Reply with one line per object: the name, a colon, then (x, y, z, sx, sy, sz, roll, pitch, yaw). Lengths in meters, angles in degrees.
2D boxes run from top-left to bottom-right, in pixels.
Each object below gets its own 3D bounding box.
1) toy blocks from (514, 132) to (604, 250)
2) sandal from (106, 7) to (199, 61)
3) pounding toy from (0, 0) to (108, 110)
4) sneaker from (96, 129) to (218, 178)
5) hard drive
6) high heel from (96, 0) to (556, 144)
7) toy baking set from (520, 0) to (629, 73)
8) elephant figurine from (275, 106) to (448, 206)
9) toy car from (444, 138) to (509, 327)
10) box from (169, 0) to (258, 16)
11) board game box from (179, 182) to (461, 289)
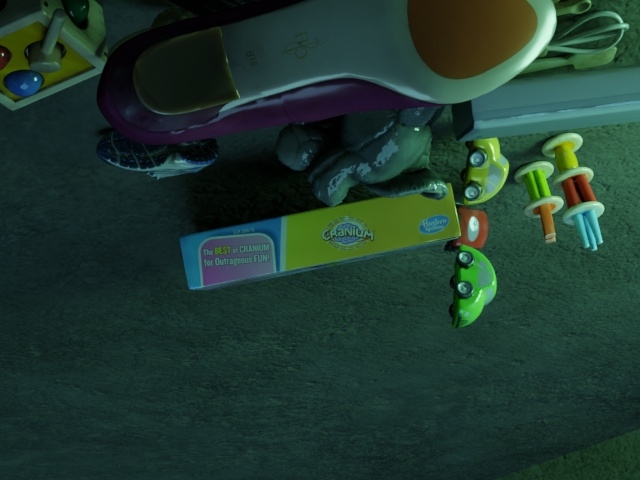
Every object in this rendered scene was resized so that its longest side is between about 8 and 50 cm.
toy blocks: (0.303, -0.041, 1.574, 0.054, 0.148, 0.123, 1, 152, -24)
sandal: (-0.083, -0.209, 1.150, 0.240, 0.088, 0.079, -13, 133, -30)
pounding toy: (-0.254, -0.182, 1.103, 0.141, 0.100, 0.130, -20, 154, 17)
sneaker: (-0.183, -0.089, 1.386, 0.135, 0.052, 0.058, 2, 156, -25)
hard drive: (0.321, -0.149, 1.295, 0.353, 0.047, 0.233, -6, -179, 2)
high heel: (0.002, -0.159, 1.052, 0.377, 0.127, 0.181, -8, -176, -18)
toy baking set: (0.218, -0.210, 1.324, 0.196, 0.030, 0.256, -22, 153, 21)
elephant figurine: (0.074, -0.113, 1.356, 0.169, 0.186, 0.239, -55, 149, 14)
toy car: (0.187, 0.005, 1.511, 0.053, 0.225, 0.239, 6, 147, 0)
box: (-0.016, -0.265, 1.022, 0.207, 0.108, 0.153, -29, 150, 32)
board game box: (0.000, 0.000, 1.529, 0.316, 0.064, 0.242, -11, 178, -1)
